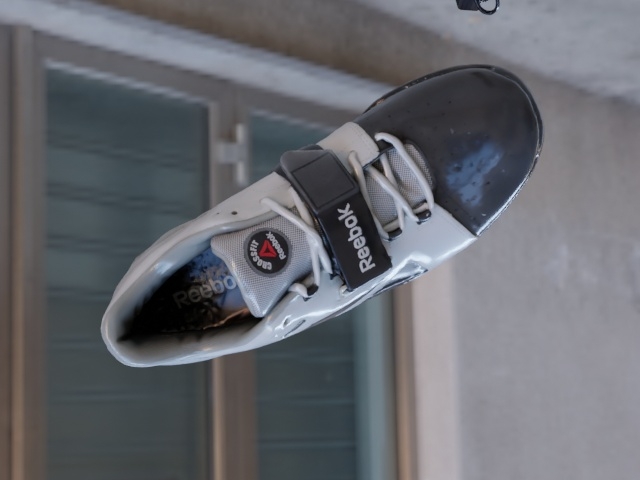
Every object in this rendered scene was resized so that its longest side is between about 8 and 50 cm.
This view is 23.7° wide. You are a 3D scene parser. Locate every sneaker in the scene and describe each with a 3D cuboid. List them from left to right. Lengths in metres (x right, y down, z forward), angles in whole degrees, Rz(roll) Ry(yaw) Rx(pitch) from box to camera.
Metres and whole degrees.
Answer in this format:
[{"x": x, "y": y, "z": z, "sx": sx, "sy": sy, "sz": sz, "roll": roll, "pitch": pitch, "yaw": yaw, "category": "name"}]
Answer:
[{"x": 0.000, "y": 0.000, "z": 1.001, "sx": 0.331, "sy": 0.122, "sz": 0.146, "roll": -32, "pitch": -176, "yaw": 13, "category": "sneaker"}]

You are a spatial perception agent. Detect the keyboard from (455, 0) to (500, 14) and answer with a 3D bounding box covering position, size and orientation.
[{"x": 0.089, "y": -0.212, "z": 0.935, "sx": 0.038, "sy": 0.100, "sz": 0.192, "roll": -13, "pitch": 154, "yaw": -10, "category": "keyboard"}]
